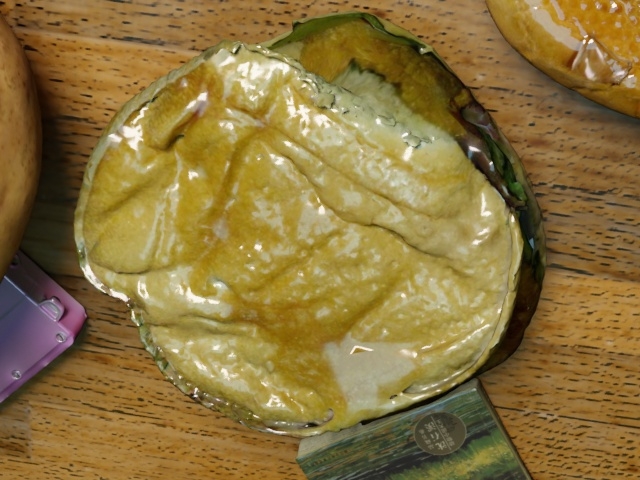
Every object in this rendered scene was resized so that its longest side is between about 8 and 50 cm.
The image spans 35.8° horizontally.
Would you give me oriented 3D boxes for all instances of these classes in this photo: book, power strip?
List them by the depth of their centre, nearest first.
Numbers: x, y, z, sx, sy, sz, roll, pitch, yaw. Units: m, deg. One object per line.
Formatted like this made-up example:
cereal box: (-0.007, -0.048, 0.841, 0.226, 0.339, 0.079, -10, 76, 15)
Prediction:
power strip: (-0.305, 0.101, 0.776, 0.279, 0.037, 0.109, -38, 108, 22)
book: (0.102, 0.226, 0.809, 0.160, 0.024, 0.228, -24, 112, 15)

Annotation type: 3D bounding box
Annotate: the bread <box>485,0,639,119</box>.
bread: (0.176, -0.138, 0.580, 0.189, 0.077, 0.114, 32, 96, -10)

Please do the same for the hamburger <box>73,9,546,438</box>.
hamburger: (0.001, -0.002, 0.639, 0.265, 0.134, 0.285, -30, 104, 22)

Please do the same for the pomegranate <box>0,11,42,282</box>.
pomegranate: (-0.317, -0.045, 0.564, 0.322, 0.322, 0.322, 2, 118, 5)
